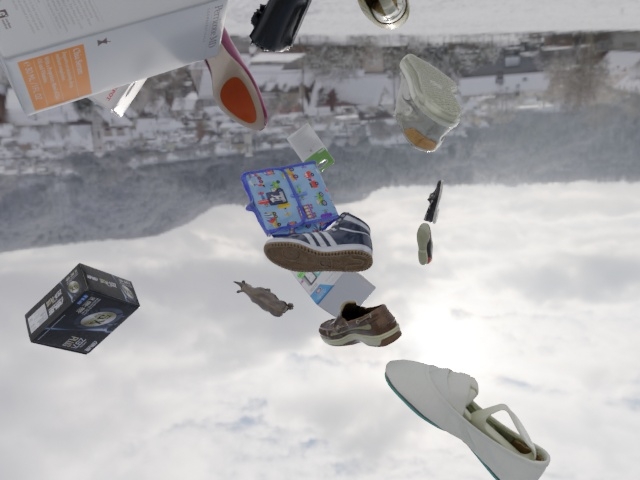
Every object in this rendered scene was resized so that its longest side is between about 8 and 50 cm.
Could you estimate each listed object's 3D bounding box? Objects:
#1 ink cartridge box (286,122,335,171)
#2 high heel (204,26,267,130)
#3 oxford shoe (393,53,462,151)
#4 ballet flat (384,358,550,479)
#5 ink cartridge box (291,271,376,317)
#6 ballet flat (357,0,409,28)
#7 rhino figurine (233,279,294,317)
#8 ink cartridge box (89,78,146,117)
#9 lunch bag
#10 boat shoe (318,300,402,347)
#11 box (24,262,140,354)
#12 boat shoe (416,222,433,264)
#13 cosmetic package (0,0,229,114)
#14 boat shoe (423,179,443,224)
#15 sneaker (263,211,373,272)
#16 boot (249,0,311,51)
[{"bbox_3d":[-0.033,-0.351,2.369,0.109,0.209,0.062,-35,162,3],"label":"ink cartridge box"},{"bbox_3d":[-0.234,-0.466,1.586,0.127,0.377,0.181,-29,-173,26],"label":"high heel"},{"bbox_3d":[0.251,-0.348,1.465,0.169,0.130,0.449,25,-149,-9],"label":"oxford shoe"},{"bbox_3d":[0.316,0.359,1.244,0.400,0.139,0.139,42,-168,-2],"label":"ballet flat"},{"bbox_3d":[0.047,0.159,2.449,0.197,0.198,0.270,37,-175,-38],"label":"ink cartridge box"},{"bbox_3d":[0.143,-0.623,1.469,0.123,0.123,0.348,3,158,32],"label":"ballet flat"},{"bbox_3d":[-0.221,0.208,2.207,0.243,0.073,0.106,30,-173,10],"label":"rhino figurine"},{"bbox_3d":[-0.657,-0.503,1.763,0.237,0.172,0.100,32,175,0],"label":"ink cartridge box"},{"bbox_3d":[-0.119,-0.122,1.907,0.293,0.221,0.138,-11,160,-39],"label":"lunch bag"},{"bbox_3d":[0.077,0.176,1.327,0.095,0.095,0.257,-30,-169,-37],"label":"boat shoe"},{"bbox_3d":[-0.509,0.151,1.275,0.147,0.180,0.078,35,-162,-54],"label":"box"},{"bbox_3d":[0.331,0.009,1.861,0.043,0.137,0.049,-14,-163,-42],"label":"boat shoe"},{"bbox_3d":[-0.435,-0.445,1.238,0.453,0.162,0.230,-26,173,-21],"label":"cosmetic package"},{"bbox_3d":[0.304,-0.105,1.596,0.038,0.125,0.046,15,-151,17],"label":"boat shoe"},{"bbox_3d":[0.000,0.000,1.555,0.281,0.099,0.153,4,-137,5],"label":"sneaker"},{"bbox_3d":[-0.043,-0.486,1.161,0.094,0.207,0.246,33,-142,0],"label":"boot"}]
